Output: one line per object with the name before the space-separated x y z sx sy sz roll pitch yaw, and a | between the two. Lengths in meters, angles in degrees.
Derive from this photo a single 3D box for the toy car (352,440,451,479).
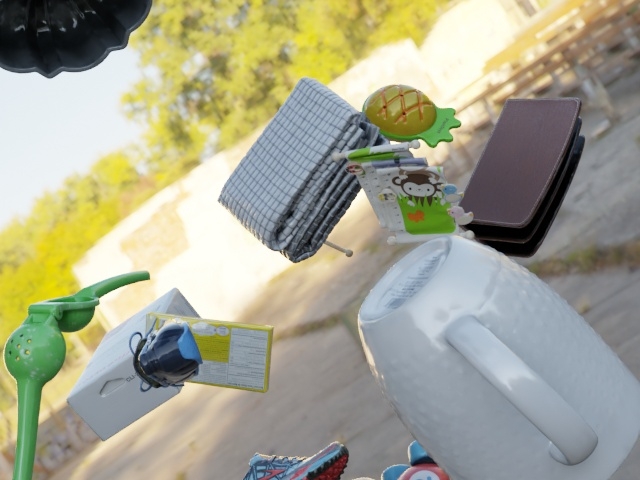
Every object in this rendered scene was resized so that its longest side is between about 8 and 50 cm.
toy car | 0.119 0.499 2.028 0.210 0.238 0.219 -55 32 40

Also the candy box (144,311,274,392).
candy box | -0.179 0.176 1.697 0.206 0.105 0.027 7 9 10

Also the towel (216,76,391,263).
towel | -0.029 -0.122 1.849 0.283 0.121 0.235 -55 34 4

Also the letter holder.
letter holder | 0.443 -0.128 2.193 0.214 0.152 0.302 6 65 53

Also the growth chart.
growth chart | 0.143 -0.074 1.735 0.172 0.237 0.021 -11 42 28

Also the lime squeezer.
lime squeezer | -0.227 0.095 0.979 0.059 0.110 0.310 -18 33 29

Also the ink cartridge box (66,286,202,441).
ink cartridge box | -0.344 0.232 2.048 0.197 0.114 0.273 -34 14 17

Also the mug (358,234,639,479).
mug | 0.226 0.171 1.369 0.276 0.328 0.374 -44 12 -2

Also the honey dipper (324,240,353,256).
honey dipper | 0.000 0.000 2.313 0.030 0.161 0.030 -50 -24 -32

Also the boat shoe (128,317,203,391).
boat shoe | -0.224 0.154 1.494 0.089 0.109 0.258 -22 -11 -13

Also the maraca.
maraca | 0.166 -0.228 1.978 0.099 0.186 0.127 86 -151 -55

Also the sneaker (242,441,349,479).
sneaker | -0.076 0.420 1.918 0.262 0.125 0.104 -32 -33 -2

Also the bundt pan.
bundt pan | -0.418 -0.421 1.612 0.331 0.331 0.124 -34 38 -5
